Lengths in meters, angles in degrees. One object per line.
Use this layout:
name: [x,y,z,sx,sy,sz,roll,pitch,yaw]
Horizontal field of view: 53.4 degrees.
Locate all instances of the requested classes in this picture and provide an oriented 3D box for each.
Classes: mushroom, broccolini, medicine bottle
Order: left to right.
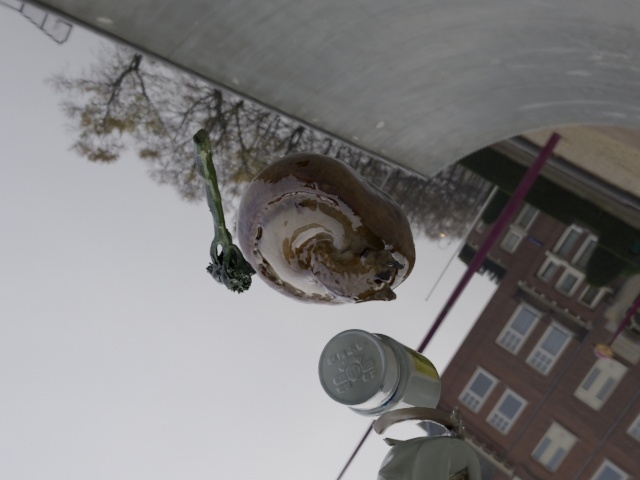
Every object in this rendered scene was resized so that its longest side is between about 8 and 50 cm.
broccolini: [-0.130,-0.019,0.785,0.071,0.254,0.057,-9,-132,0]
mushroom: [0.000,0.000,1.164,0.345,0.345,0.259,27,-140,-7]
medicine bottle: [0.106,0.239,1.100,0.143,0.143,0.258,38,-177,34]

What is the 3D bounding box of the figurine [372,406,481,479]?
figurine: [0.071,0.196,0.463,0.132,0.132,0.153,25,-137,-18]
